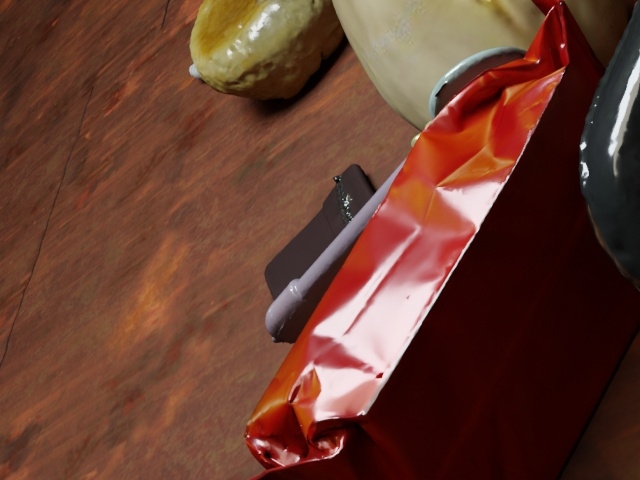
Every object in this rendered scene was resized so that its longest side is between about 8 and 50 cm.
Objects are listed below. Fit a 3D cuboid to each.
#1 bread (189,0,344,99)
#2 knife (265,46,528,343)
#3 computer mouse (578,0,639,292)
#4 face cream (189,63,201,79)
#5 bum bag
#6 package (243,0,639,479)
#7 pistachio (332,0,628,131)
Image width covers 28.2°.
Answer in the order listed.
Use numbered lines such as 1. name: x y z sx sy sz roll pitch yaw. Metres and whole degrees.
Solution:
1. bread: -0.055 -0.281 1.610 0.244 0.134 0.244 -34 37 29
2. knife: 0.061 -0.027 1.101 0.398 0.132 0.038 -51 49 37
3. computer mouse: 0.282 -0.106 0.843 0.116 0.183 0.323 85 -152 -85
4. face cream: -0.151 -0.245 1.814 0.130 0.034 0.034 6 63 59
5. bum bag: 0.000 0.000 1.321 0.159 0.026 0.109 -47 29 12
6. package: 0.123 0.036 0.917 0.123 0.196 0.423 16 70 54
7. pistachio: 0.131 -0.216 1.150 0.229 0.238 0.321 -44 60 7
